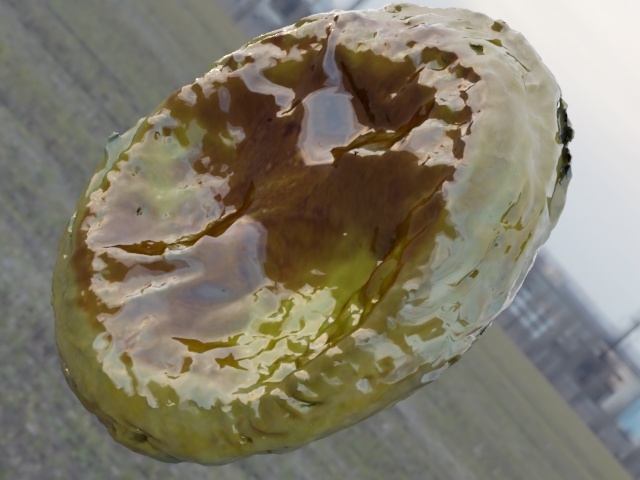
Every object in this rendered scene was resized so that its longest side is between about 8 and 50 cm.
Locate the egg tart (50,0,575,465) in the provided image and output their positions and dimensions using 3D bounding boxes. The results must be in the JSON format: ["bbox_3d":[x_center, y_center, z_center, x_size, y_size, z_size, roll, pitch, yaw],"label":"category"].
[{"bbox_3d":[0.000,0.000,1.203,0.178,0.443,0.443,54,1,-39],"label":"egg tart"}]
